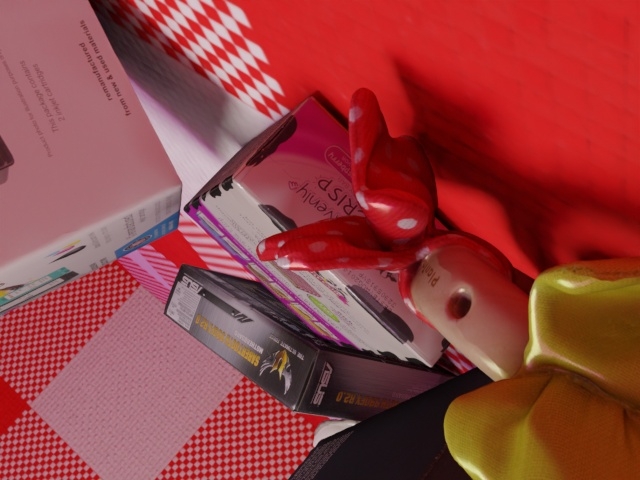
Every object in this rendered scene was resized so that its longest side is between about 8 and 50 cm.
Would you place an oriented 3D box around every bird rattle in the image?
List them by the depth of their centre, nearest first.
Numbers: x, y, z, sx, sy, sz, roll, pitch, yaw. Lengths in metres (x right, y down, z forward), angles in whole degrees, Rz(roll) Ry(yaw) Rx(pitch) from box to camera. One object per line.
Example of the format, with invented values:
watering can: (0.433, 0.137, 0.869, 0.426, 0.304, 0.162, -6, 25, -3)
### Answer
bird rattle: (0.092, 0.050, 0.434, 0.207, 0.143, 0.253, 30, 180, -37)

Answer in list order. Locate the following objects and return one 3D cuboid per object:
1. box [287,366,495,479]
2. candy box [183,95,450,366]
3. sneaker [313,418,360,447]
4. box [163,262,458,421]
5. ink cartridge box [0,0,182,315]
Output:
box: (0.126, 0.279, 0.613, 0.343, 0.179, 0.312, 44, 151, -1)
candy box: (0.000, 0.000, 0.646, 0.159, 0.071, 0.233, 44, 169, -10)
sneaker: (0.119, 0.295, 1.075, 0.297, 0.129, 0.111, 29, 166, 3)
box: (-0.011, 0.097, 0.880, 0.183, 0.056, 0.231, 17, -174, -40)
ink cartridge box: (-0.266, -0.049, 0.707, 0.197, 0.270, 0.198, 62, 169, 3)
